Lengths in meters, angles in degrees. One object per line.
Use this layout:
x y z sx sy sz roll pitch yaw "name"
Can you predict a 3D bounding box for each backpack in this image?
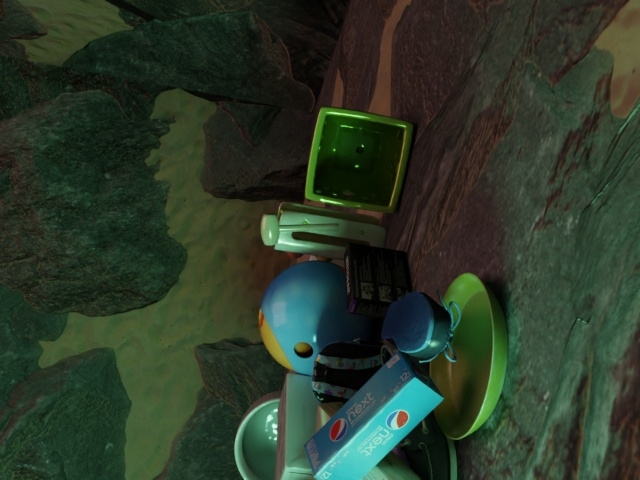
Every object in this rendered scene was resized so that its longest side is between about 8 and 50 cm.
0.063 0.289 1.396 0.117 0.173 0.158 -168 86 -82 "backpack"

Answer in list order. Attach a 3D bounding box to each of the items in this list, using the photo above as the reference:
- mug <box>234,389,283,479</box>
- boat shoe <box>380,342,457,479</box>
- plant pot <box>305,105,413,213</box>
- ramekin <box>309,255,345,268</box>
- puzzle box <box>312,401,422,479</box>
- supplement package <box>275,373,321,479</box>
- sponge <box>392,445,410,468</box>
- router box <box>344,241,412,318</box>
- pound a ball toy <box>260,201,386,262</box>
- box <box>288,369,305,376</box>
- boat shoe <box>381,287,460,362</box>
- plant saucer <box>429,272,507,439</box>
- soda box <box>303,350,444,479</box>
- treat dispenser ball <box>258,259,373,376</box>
-0.091 0.632 1.925 0.328 0.276 0.374 122 126 -83 "mug"
0.149 0.306 1.041 0.116 0.099 0.319 114 162 -51 "boat shoe"
0.091 -0.210 1.596 0.207 0.228 0.227 -83 3 -75 "plant pot"
0.030 0.165 1.898 0.277 0.135 0.277 -172 90 -82 "ramekin"
0.088 0.459 0.991 0.409 0.052 0.272 -153 65 -63 "puzzle box"
0.006 0.465 1.495 0.262 0.204 0.145 -92 15 -53 "supplement package"
0.148 0.461 1.126 0.117 0.031 0.210 112 164 -59 "sponge"
0.121 0.085 1.357 0.179 0.133 0.046 -90 13 -50 "router box"
0.000 0.000 1.626 0.208 0.319 0.136 -113 32 -74 "pound a ball toy"
-0.033 0.384 2.157 0.181 0.119 0.182 128 150 -75 "box"
0.161 0.124 0.961 0.258 0.089 0.109 -173 101 -86 "boat shoe"
0.217 0.168 0.942 0.241 0.037 0.241 -171 90 -81 "plant saucer"
0.075 0.268 0.946 0.210 0.071 0.067 -47 28 9 "soda box"
-0.011 0.194 1.609 0.288 0.288 0.288 -171 90 -82 "treat dispenser ball"
